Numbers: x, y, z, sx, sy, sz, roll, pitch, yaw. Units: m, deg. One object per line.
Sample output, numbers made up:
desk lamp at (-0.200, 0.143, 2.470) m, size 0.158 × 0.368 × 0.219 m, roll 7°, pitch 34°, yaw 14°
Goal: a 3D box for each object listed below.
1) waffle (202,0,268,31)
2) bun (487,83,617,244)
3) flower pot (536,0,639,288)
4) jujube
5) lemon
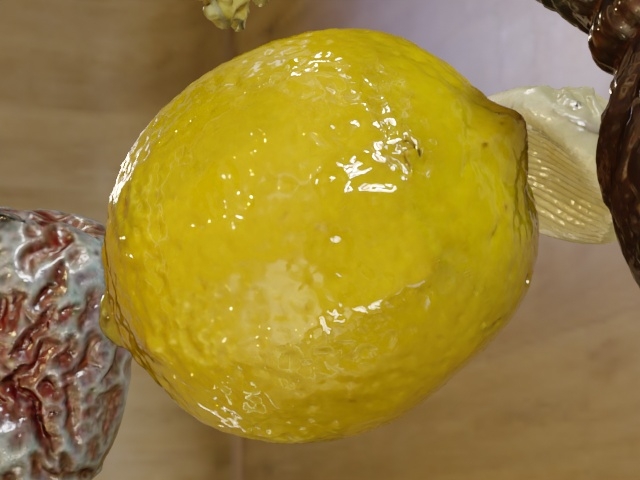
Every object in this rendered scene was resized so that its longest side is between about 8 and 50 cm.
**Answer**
waffle at (-0.104, -0.366, 1.937) m, size 0.250 × 0.056 × 0.261 m, roll 36°, pitch -120°, yaw -62°
bun at (0.295, -0.104, 2.068) m, size 0.231 × 0.133 × 0.231 m, roll 32°, pitch 149°, yaw 22°
flower pot at (0.278, -0.117, 1.170) m, size 0.267 × 0.267 × 0.266 m, roll 62°, pitch 148°, yaw 18°
jujube at (-0.309, 0.117, 1.826) m, size 0.226 × 0.226 × 0.317 m, roll -140°, pitch 56°, yaw -64°
lemon at (0.002, -0.001, 1.342) m, size 0.336 × 0.336 × 0.336 m, roll -177°, pitch 90°, yaw -68°
